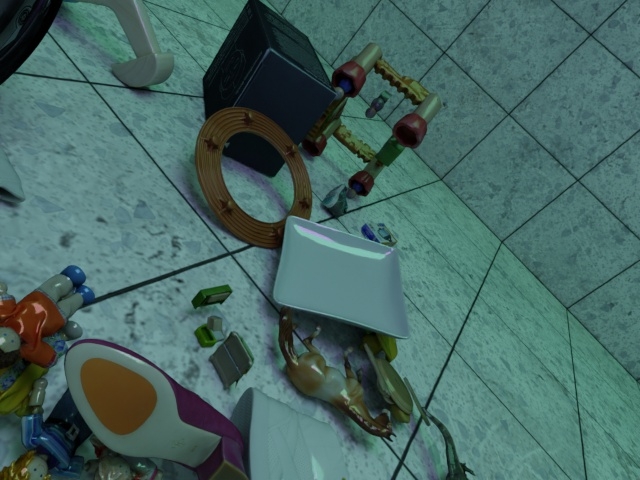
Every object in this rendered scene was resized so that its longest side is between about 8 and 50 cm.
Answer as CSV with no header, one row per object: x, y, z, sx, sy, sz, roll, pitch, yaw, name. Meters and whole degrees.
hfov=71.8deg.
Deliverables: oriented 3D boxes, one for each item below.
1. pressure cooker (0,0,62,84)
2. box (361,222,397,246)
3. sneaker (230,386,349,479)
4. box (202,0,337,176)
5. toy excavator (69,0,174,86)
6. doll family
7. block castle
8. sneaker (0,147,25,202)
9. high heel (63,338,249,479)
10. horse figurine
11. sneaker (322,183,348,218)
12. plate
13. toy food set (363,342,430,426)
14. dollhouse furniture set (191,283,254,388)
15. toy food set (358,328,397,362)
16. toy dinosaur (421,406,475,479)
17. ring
-0.551,-0.363,0.529,0.420,0.370,0.376,32,33,-13,pressure cooker
0.184,-0.018,1.398,0.136,0.028,0.081,-1,51,-56,box
-0.032,0.329,0.533,0.169,0.108,0.293,29,29,-20,sneaker
-0.161,-0.430,1.225,0.211,0.293,0.396,23,34,-34,box
-0.547,-0.608,0.997,0.444,0.434,0.222,16,26,9,toy excavator
-0.275,0.167,0.455,0.263,0.118,0.163,60,16,-17,doll family
0.118,-0.328,1.332,0.303,0.453,0.213,40,69,-3,block castle
-0.472,-0.066,0.543,0.094,0.080,0.212,57,27,0,sneaker
-0.168,0.178,0.477,0.244,0.082,0.117,46,-10,-23,high heel
0.013,0.231,0.779,0.263,0.066,0.174,39,22,-14,horse figurine
0.055,-0.117,1.345,0.076,0.064,0.166,55,28,-13,sneaker
0.042,0.077,0.929,0.277,0.045,0.277,18,37,-10,plate
0.135,0.289,0.860,0.192,0.038,0.132,46,12,-36,toy food set
-0.140,0.144,0.682,0.058,0.076,0.152,-3,52,-54,dollhouse furniture set
0.112,0.180,0.992,0.128,0.071,0.218,56,20,-33,toy food set
0.254,0.441,0.792,0.118,0.064,0.268,36,32,-36,toy dinosaur
-0.130,-0.148,1.002,0.336,0.032,0.337,23,58,-42,ring
